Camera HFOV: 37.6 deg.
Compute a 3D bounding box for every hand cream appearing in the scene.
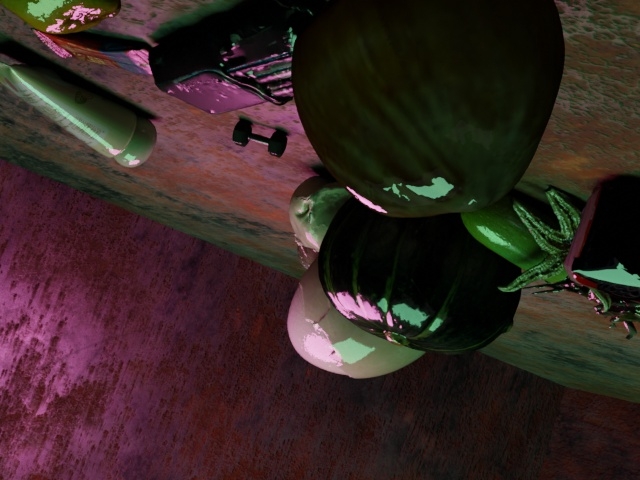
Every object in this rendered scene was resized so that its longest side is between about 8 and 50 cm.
[{"bbox_3d":[-0.418,-0.221,1.573,0.305,0.093,0.147,27,174,-34],"label":"hand cream"}]

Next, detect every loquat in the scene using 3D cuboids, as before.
[{"bbox_3d":[-0.252,-0.254,0.910,0.137,0.113,0.137,8,-179,0],"label":"loquat"}]

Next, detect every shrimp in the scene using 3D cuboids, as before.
[{"bbox_3d":[0.452,0.071,1.363,0.343,0.117,0.145,5,161,42],"label":"shrimp"}]

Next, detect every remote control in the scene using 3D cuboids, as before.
[{"bbox_3d":[-0.080,-0.194,1.060,0.144,0.062,0.398,23,171,-27],"label":"remote control"}]

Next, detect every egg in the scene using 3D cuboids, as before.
[{"bbox_3d":[0.085,0.134,1.850,0.278,0.336,0.278,49,-162,-23],"label":"egg"}]

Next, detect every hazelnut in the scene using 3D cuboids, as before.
[{"bbox_3d":[0.086,-0.122,0.697,0.210,0.210,0.186,17,-149,15],"label":"hazelnut"}]

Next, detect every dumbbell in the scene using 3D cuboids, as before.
[{"bbox_3d":[-0.092,-0.154,1.434,0.083,0.040,0.036,17,-156,11],"label":"dumbbell"}]

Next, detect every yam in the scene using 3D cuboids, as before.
[{"bbox_3d":[0.000,0.000,1.998,0.107,0.107,0.183,20,169,-1],"label":"yam"}]

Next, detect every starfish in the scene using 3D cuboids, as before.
[{"bbox_3d":[0.332,0.015,1.269,0.223,0.216,0.050,53,-161,-20],"label":"starfish"}]

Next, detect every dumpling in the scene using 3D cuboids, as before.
[{"bbox_3d":[0.010,-0.050,1.623,0.118,0.136,0.199,52,154,12],"label":"dumpling"}]

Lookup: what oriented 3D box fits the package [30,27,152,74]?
[{"bbox_3d":[-0.299,-0.257,1.288,0.200,0.022,0.083,14,171,25],"label":"package"}]

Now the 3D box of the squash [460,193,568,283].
[{"bbox_3d":[0.275,-0.012,1.324,0.188,0.095,0.095,23,171,-24],"label":"squash"}]

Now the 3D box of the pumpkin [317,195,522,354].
[{"bbox_3d":[0.157,0.049,1.473,0.323,0.241,0.323,21,176,2],"label":"pumpkin"}]

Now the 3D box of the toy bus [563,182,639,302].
[{"bbox_3d":[0.447,0.031,1.108,0.302,0.128,0.147,18,177,2],"label":"toy bus"}]
